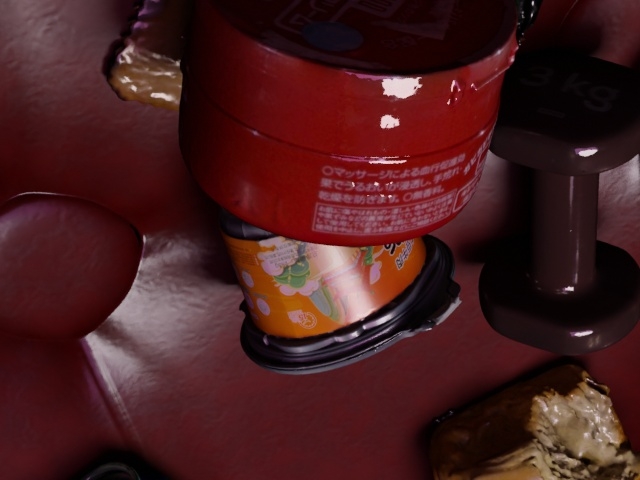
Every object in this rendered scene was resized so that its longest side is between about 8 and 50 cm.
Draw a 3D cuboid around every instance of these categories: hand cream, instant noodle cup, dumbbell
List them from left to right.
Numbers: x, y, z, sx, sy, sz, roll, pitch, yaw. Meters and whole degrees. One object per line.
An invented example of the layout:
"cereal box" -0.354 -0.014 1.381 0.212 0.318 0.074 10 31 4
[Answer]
"instant noodle cup" 0.000 0.000 1.376 0.208 0.177 0.125 -8 120 31
"hand cream" 0.016 -0.111 1.231 0.230 0.230 0.149 -6 128 -16
"dumbbell" 0.193 -0.028 1.429 0.124 0.140 0.225 -46 145 -41

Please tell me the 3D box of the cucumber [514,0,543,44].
"cucumber" 0.148 -0.228 1.321 0.053 0.053 0.181 -9 130 -13

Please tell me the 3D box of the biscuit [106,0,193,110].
"biscuit" -0.016 -0.178 1.320 0.237 0.013 0.232 11 121 -27

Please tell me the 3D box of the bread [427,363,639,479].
"bread" 0.231 0.284 1.672 0.195 0.149 0.344 -28 130 1

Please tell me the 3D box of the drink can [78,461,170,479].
"drink can" -0.131 0.279 1.560 0.118 0.118 0.205 -37 130 10
